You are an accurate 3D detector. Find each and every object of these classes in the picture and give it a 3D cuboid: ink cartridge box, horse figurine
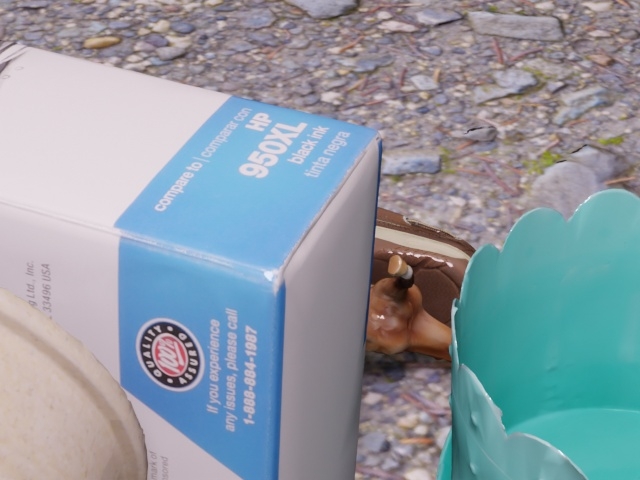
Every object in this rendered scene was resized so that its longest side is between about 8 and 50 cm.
[{"bbox_3d":[-0.180,0.042,0.901,0.394,0.285,0.166,15,38,15],"label":"ink cartridge box"},{"bbox_3d":[-0.013,0.053,1.034,0.263,0.174,0.066,-3,74,20],"label":"horse figurine"}]

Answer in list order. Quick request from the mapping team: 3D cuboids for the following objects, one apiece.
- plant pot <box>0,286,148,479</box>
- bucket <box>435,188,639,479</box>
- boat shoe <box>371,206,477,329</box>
[{"bbox_3d":[-0.270,0.209,0.691,0.333,0.334,0.305,5,49,3],"label":"plant pot"},{"bbox_3d":[0.202,0.119,0.911,0.281,0.183,0.281,2,37,-1],"label":"bucket"},{"bbox_3d":[-0.001,0.007,1.134,0.257,0.095,0.095,18,26,9],"label":"boat shoe"}]
